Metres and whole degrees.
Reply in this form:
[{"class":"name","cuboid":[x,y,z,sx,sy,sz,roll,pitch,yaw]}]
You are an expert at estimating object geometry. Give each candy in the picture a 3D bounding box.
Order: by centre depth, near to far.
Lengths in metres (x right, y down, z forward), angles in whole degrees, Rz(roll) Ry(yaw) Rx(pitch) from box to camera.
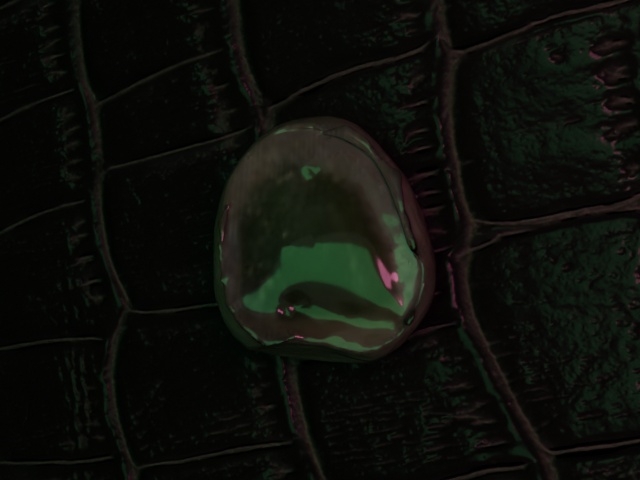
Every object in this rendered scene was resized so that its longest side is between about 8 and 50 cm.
[{"class":"candy","cuboid":[0.000,0.000,1.951,0.386,0.186,0.427,-11,80,18]}]
